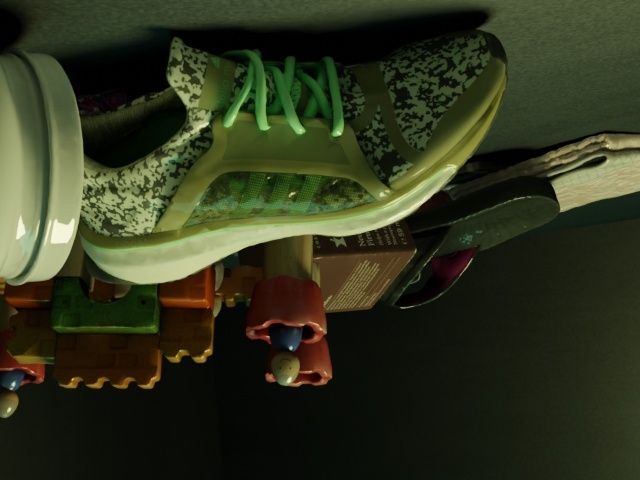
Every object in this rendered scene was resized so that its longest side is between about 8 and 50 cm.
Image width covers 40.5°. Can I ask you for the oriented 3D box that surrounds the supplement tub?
[{"bbox_3d":[-0.313,-0.050,0.559,0.272,0.191,0.191,-2,173,-37],"label":"supplement tub"}]

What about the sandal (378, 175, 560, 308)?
[{"bbox_3d":[0.178,0.029,1.409,0.445,0.107,0.167,-27,149,35],"label":"sandal"}]

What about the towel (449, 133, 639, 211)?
[{"bbox_3d":[0.439,-0.104,1.460,0.316,0.054,0.331,-2,170,-38],"label":"towel"}]

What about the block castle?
[{"bbox_3d":[-0.213,0.091,1.016,0.452,0.213,0.303,0,158,1],"label":"block castle"}]

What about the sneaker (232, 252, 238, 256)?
[{"bbox_3d":[-0.087,-0.018,1.792,0.234,0.078,0.106,-10,172,3],"label":"sneaker"}]

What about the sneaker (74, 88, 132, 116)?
[{"bbox_3d":[-0.214,-0.115,0.780,0.071,0.068,0.170,-26,174,29],"label":"sneaker"}]

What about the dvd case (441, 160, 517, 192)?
[{"bbox_3d":[0.241,-0.106,1.520,0.164,0.018,0.221,-1,172,-42],"label":"dvd case"}]

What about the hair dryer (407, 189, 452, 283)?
[{"bbox_3d":[0.150,0.001,1.529,0.223,0.080,0.293,-47,142,14],"label":"hair dryer"}]

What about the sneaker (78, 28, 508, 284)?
[{"bbox_3d":[-0.050,-0.093,0.705,0.410,0.158,0.182,-21,142,9],"label":"sneaker"}]

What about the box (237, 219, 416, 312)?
[{"bbox_3d":[0.000,0.000,1.298,0.203,0.169,0.167,-3,147,-30],"label":"box"}]
